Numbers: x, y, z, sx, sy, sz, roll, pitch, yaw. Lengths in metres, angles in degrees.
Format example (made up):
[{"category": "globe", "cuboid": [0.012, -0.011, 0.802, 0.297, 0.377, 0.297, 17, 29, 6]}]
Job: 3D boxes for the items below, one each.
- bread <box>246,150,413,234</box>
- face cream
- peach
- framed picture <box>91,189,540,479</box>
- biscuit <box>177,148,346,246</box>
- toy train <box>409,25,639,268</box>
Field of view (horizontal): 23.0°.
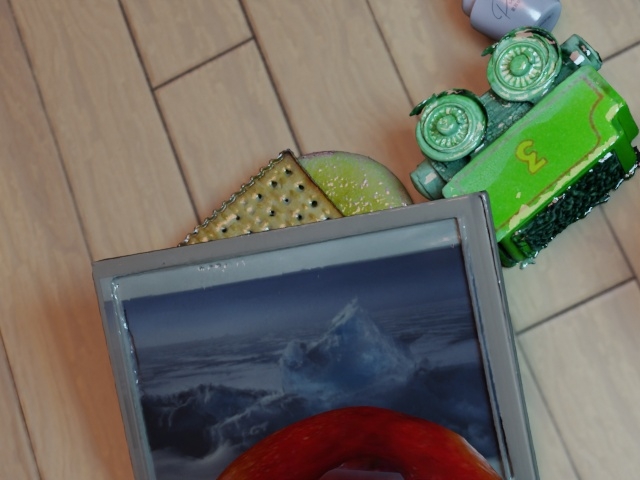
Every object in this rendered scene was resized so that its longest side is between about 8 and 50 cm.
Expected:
[{"category": "bread", "cuboid": [0.000, 0.000, 1.779, 0.228, 0.033, 0.229, -7, 70, 19]}, {"category": "face cream", "cuboid": [0.215, -0.264, 1.766, 0.095, 0.091, 0.091, 37, 86, 20]}, {"category": "peach", "cuboid": [0.032, 0.331, 1.434, 0.388, 0.388, 0.388, -7, 68, 18]}, {"category": "framed picture", "cuboid": [-0.010, 0.144, 1.653, 0.446, 0.028, 0.326, -11, 93, 18]}, {"category": "biscuit", "cuboid": [-0.074, 0.003, 1.779, 0.203, 0.016, 0.144, -43, 59, 3]}, {"category": "toy train", "cuboid": [0.221, -0.104, 1.682, 0.243, 0.132, 0.188, -42, 66, 4]}]
